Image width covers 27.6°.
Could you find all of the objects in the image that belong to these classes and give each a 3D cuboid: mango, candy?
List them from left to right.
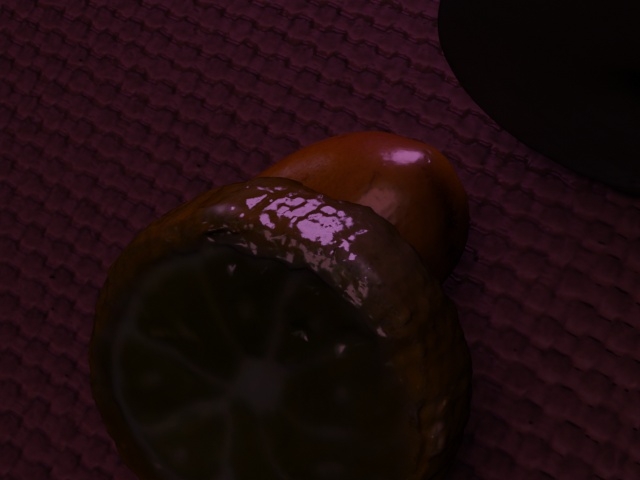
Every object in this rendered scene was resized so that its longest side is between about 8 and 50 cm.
[{"bbox_3d":[-0.029,0.085,0.851,0.260,0.118,0.259,8,111,22],"label":"candy"},{"bbox_3d":[0.000,0.000,0.934,0.219,0.112,0.144,-19,57,12],"label":"mango"}]

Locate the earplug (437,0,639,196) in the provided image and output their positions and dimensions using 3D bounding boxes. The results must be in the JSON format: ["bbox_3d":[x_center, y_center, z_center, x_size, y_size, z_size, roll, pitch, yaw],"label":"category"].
[{"bbox_3d":[0.286,-0.248,0.840,0.313,0.312,0.394,15,71,24],"label":"earplug"}]
